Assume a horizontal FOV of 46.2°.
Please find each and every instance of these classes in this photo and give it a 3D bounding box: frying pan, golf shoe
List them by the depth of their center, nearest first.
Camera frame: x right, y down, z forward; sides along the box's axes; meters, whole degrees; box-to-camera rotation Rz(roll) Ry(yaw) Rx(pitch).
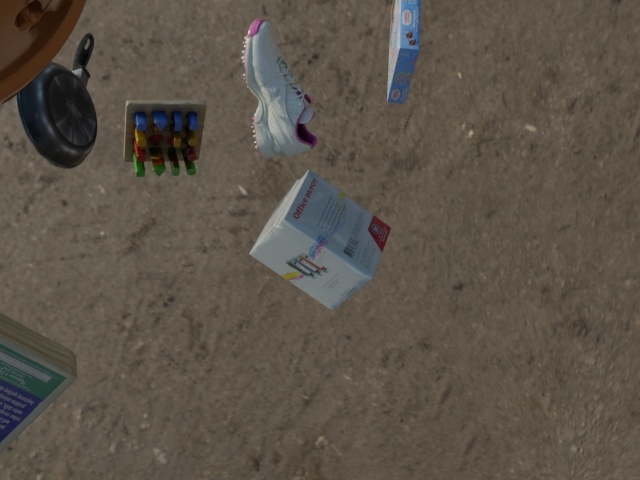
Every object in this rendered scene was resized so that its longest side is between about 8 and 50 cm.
[{"bbox_3d":[-0.441,-0.254,1.374,0.053,0.197,0.326,-10,25,19],"label":"frying pan"},{"bbox_3d":[-0.080,-0.316,1.581,0.140,0.306,0.115,5,37,18],"label":"golf shoe"}]

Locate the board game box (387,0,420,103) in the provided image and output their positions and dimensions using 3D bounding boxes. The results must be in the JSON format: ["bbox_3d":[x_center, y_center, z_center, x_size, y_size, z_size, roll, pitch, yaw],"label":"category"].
[{"bbox_3d":[0.149,-0.376,1.333,0.039,0.160,0.211,4,66,-1],"label":"board game box"}]

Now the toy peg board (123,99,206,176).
[{"bbox_3d":[-0.319,-0.204,1.553,0.161,0.160,0.079,-4,52,-20],"label":"toy peg board"}]

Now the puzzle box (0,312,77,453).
[{"bbox_3d":[-0.519,0.140,0.825,0.272,0.409,0.052,-44,36,8],"label":"puzzle box"}]

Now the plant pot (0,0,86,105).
[{"bbox_3d":[-0.256,-0.205,0.421,0.203,0.291,0.290,11,73,58],"label":"plant pot"}]

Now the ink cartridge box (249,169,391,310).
[{"bbox_3d":[0.000,0.000,1.241,0.176,0.127,0.128,36,47,-11],"label":"ink cartridge box"}]
